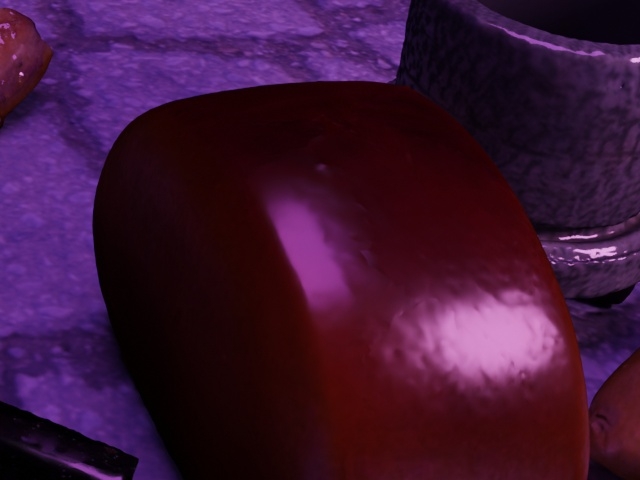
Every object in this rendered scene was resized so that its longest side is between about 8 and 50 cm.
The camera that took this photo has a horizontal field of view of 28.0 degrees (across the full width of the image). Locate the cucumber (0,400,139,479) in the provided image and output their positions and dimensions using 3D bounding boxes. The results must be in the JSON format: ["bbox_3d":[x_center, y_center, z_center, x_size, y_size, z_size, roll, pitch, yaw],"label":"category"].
[{"bbox_3d":[-0.220,0.129,0.795,0.241,0.074,0.074,19,35,16],"label":"cucumber"}]

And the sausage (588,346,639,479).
[{"bbox_3d":[0.372,0.057,1.001,0.136,0.123,0.500,10,29,41],"label":"sausage"}]

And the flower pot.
[{"bbox_3d":[0.149,-0.091,1.030,0.299,0.283,0.299,5,38,-4],"label":"flower pot"}]

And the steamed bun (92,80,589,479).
[{"bbox_3d":[0.003,0.032,0.835,0.235,0.248,0.379,-9,37,-26],"label":"steamed bun"}]

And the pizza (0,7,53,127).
[{"bbox_3d":[-0.378,-0.140,1.133,0.305,0.086,0.161,-19,65,-33],"label":"pizza"}]
